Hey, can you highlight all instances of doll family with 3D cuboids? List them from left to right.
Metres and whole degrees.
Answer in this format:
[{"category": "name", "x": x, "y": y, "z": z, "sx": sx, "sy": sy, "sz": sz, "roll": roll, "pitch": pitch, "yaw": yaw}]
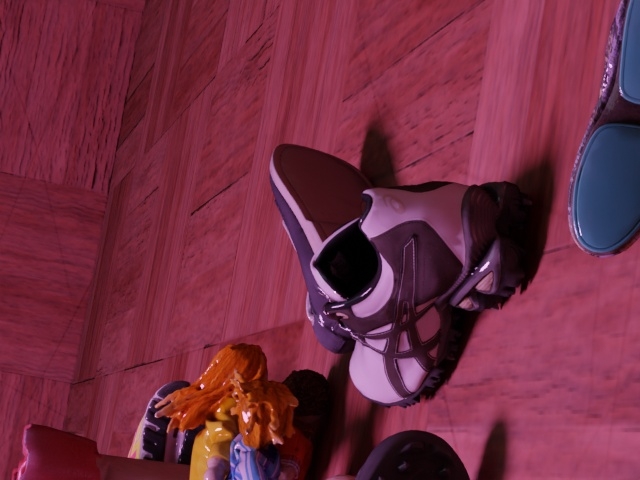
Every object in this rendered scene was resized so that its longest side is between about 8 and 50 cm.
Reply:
[{"category": "doll family", "x": -0.047, "y": 0.154, "z": 1.027, "sx": 0.263, "sy": 0.118, "sz": 0.163, "roll": -120, "pitch": 43, "yaw": -71}]

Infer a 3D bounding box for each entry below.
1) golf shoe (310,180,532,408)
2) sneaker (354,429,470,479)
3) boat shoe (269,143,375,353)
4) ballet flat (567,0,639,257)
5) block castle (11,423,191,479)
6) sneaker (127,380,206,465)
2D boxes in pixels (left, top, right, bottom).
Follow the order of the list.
[{"category": "golf shoe", "x": 0.034, "y": 0.023, "z": 0.860, "sx": 0.198, "sy": 0.094, "sz": 0.077, "roll": 118, "pitch": 159, "yaw": -55}, {"category": "sneaker", "x": 0.017, "y": 0.204, "z": 0.805, "sx": 0.106, "sy": 0.078, "sz": 0.234, "roll": -174, "pitch": 94, "yaw": -75}, {"category": "boat shoe", "x": 0.000, "y": 0.000, "z": 1.068, "sx": 0.206, "sy": 0.075, "sz": 0.065, "roll": -112, "pitch": 39, "yaw": -60}, {"category": "ballet flat", "x": 0.128, "y": -0.049, "z": 0.663, "sx": 0.041, "sy": 0.041, "sz": 0.114, "roll": -143, "pitch": 65, "yaw": -76}, {"category": "block castle", "x": -0.209, "y": 0.384, "z": 1.246, "sx": 0.303, "sy": 0.213, "sz": 0.453, "roll": 129, "pitch": 147, "yaw": -70}, {"category": "sneaker", "x": -0.145, "y": 0.226, "z": 1.502, "sx": 0.094, "sy": 0.081, "sz": 0.208, "roll": -167, "pitch": 97, "yaw": -82}]
